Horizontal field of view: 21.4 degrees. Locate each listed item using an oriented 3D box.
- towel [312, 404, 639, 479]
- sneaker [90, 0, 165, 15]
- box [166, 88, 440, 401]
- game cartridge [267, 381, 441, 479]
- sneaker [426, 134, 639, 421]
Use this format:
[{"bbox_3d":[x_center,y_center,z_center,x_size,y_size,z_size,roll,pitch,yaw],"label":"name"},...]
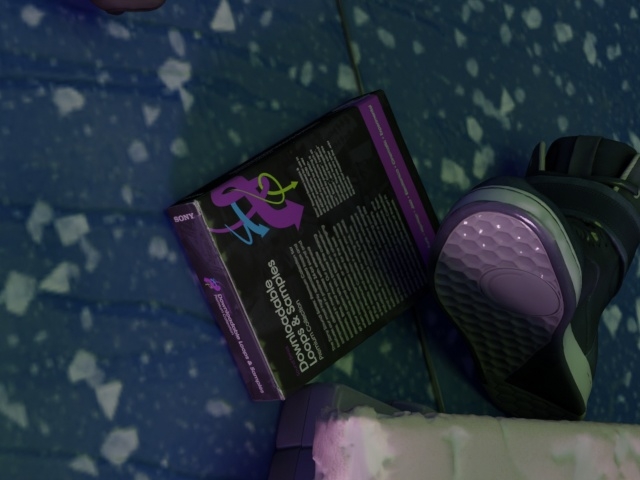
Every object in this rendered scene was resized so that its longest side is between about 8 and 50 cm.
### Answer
[{"bbox_3d":[0.116,0.257,0.881,0.317,0.053,0.331,8,77,-42],"label":"towel"},{"bbox_3d":[-0.052,-0.221,0.882,0.286,0.109,0.130,-43,117,-29],"label":"sneaker"},{"bbox_3d":[0.000,0.000,0.920,0.162,0.029,0.116,-33,104,-43],"label":"box"},{"bbox_3d":[0.104,0.235,0.948,0.355,0.068,0.230,27,68,-36],"label":"game cartridge"},{"bbox_3d":[0.130,-0.014,0.960,0.226,0.086,0.163,69,39,-57],"label":"sneaker"}]
